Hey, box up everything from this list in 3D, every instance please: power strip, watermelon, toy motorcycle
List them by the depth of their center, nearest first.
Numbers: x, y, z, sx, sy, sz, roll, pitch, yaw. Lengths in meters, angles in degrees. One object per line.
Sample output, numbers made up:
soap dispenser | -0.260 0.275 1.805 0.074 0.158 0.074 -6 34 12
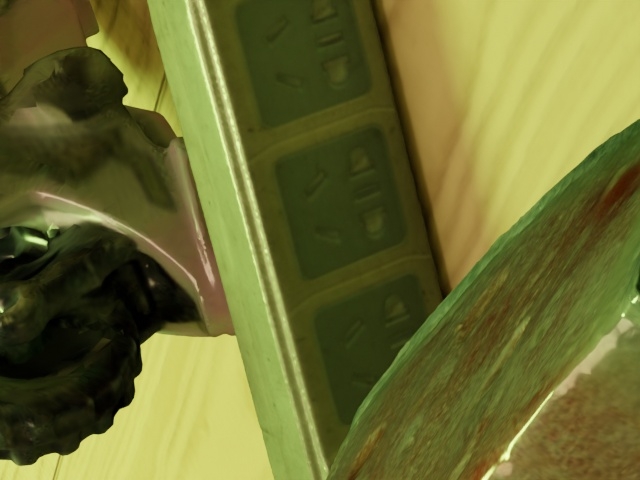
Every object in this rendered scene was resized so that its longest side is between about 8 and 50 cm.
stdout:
watermelon | 0.072 0.096 0.518 0.148 0.226 0.318 39 165 1
power strip | 0.000 0.000 0.733 0.052 0.078 0.272 13 120 59
toy motorcycle | -0.117 -0.037 0.873 0.327 0.188 0.143 -114 9 -45
